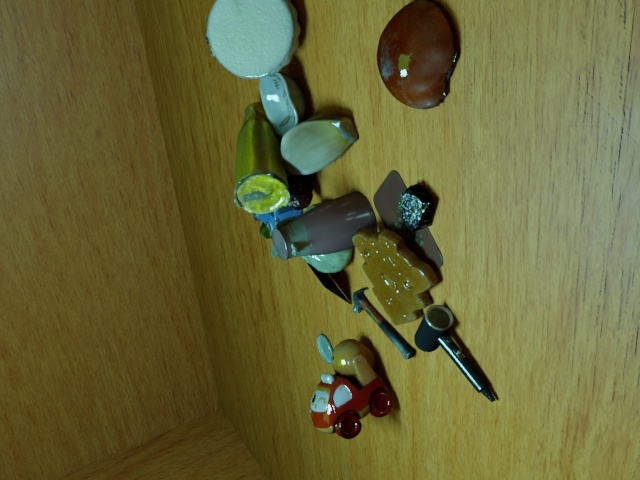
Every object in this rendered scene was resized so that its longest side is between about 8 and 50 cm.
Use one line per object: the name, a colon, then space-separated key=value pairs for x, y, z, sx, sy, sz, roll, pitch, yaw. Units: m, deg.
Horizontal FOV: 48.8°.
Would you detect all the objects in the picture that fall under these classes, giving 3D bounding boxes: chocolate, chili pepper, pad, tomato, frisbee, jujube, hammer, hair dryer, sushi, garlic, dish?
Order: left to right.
chocolate: x=-0.174 y=-0.271 z=2.123 sx=0.445 sy=0.162 sz=0.162 roll=-96 pitch=8 yaw=-47
chili pepper: x=-0.181 y=-0.041 z=2.520 sx=0.073 sy=0.072 sz=0.204 roll=67 pitch=156 yaw=4
dish: x=-0.094 y=-0.404 z=2.040 sx=0.229 sy=0.081 sz=0.229 roll=49 pitch=152 yaw=38
jujube: x=-0.065 y=-0.166 z=2.120 sx=0.104 sy=0.104 sz=0.166 roll=112 pitch=147 yaw=-57
garlic: x=-0.012 y=-0.268 z=1.917 sx=0.143 sy=0.112 sz=0.318 roll=51 pitch=153 yaw=-10
pad: x=-0.004 y=0.092 z=2.184 sx=0.170 sy=0.006 sz=0.245 roll=38 pitch=-170 yaw=-50
frisbee: x=0.018 y=0.379 z=2.473 sx=0.110 sy=0.014 sz=0.110 roll=49 pitch=150 yaw=42
hammer: x=0.173 y=0.236 z=1.990 sx=0.287 sy=0.033 sz=0.111 roll=47 pitch=148 yaw=43
tomato: x=0.172 y=-0.373 z=1.428 sx=0.199 sy=0.112 sz=0.228 roll=55 pitch=150 yaw=37
pad: x=0.210 y=-0.029 z=1.738 sx=0.267 sy=0.004 sz=0.181 roll=65 pitch=156 yaw=16
sushi: x=0.217 y=-0.081 z=1.613 sx=0.084 sy=0.056 sz=0.083 roll=54 pitch=152 yaw=32
hair dryer: x=0.319 y=0.284 z=1.668 sx=0.255 sy=0.070 sz=0.128 roll=55 pitch=153 yaw=24

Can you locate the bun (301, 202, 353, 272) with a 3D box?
bun: x=0.000 y=0.000 z=2.080 sx=0.212 sy=0.126 sz=0.204 roll=61 pitch=154 yaw=24

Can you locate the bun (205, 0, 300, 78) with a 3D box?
bun: x=-0.163 y=-0.577 z=1.942 sx=0.263 sy=0.175 sz=0.263 roll=6 pitch=107 yaw=20

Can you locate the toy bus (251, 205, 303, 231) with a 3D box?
toy bus: x=-0.158 y=-0.124 z=2.355 sx=0.234 sy=0.116 sz=0.133 roll=36 pitch=139 yaw=51

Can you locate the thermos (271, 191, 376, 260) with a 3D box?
thermos: x=-0.005 y=-0.030 z=1.888 sx=0.176 sy=0.265 sz=0.146 roll=39 pitch=141 yaw=54

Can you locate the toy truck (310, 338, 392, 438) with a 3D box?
toy truck: x=0.070 y=0.438 z=2.105 sx=0.239 sy=0.265 sz=0.189 roll=62 pitch=156 yaw=-5

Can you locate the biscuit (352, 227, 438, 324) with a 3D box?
biscuit: x=0.191 y=0.099 z=1.798 sx=0.284 sy=0.043 sz=0.306 roll=34 pitch=146 yaw=39
